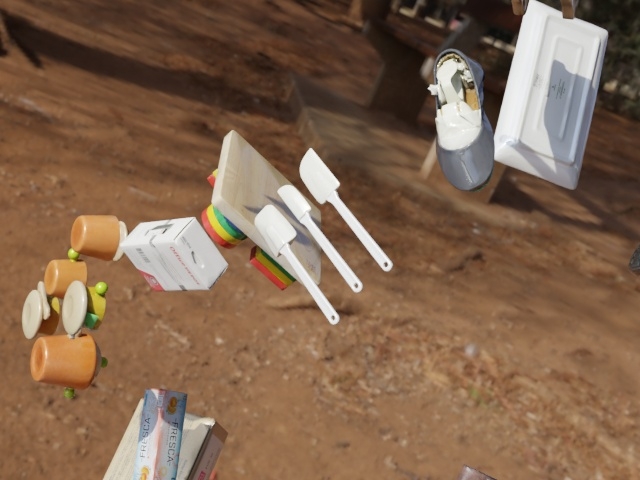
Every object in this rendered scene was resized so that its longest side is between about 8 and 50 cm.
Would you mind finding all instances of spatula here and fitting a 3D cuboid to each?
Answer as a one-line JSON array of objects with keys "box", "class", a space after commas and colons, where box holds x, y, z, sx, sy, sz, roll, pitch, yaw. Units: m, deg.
[{"box": [0.000, 0.000, 1.412, 0.019, 0.168, 0.242, 10, 38, -55], "class": "spatula"}]

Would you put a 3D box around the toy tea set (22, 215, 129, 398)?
[{"box": [-0.385, 0.107, 1.540, 0.124, 0.336, 0.200, 9, 47, -35], "class": "toy tea set"}]

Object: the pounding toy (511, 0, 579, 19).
[{"box": [0.238, -0.375, 1.104, 0.154, 0.154, 0.269, 10, -5, 19], "class": "pounding toy"}]

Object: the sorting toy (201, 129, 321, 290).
[{"box": [-0.116, -0.043, 1.742, 0.255, 0.089, 0.257, 43, 24, -24], "class": "sorting toy"}]

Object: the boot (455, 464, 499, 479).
[{"box": [0.251, 0.549, 1.883, 0.248, 0.207, 0.090, 23, -2, 0], "class": "boot"}]

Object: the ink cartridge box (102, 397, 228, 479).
[{"box": [-0.327, 0.467, 1.911, 0.193, 0.235, 0.088, 12, -26, 25], "class": "ink cartridge box"}]

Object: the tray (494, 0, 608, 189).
[{"box": [0.349, -0.223, 1.375, 0.145, 0.271, 0.030, 19, -15, -11], "class": "tray"}]

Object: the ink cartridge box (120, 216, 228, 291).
[{"box": [-0.217, 0.022, 1.377, 0.135, 0.056, 0.099, -4, -52, 43], "class": "ink cartridge box"}]

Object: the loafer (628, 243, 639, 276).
[{"box": [0.531, 0.015, 1.332, 0.078, 0.076, 0.223, 35, -26, -8], "class": "loafer"}]

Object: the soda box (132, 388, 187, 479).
[{"box": [-0.300, 0.371, 1.726, 0.058, 0.183, 0.063, -3, -16, 39], "class": "soda box"}]

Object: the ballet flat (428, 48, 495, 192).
[{"box": [0.156, -0.146, 1.061, 0.074, 0.074, 0.203, 20, 49, -19], "class": "ballet flat"}]
